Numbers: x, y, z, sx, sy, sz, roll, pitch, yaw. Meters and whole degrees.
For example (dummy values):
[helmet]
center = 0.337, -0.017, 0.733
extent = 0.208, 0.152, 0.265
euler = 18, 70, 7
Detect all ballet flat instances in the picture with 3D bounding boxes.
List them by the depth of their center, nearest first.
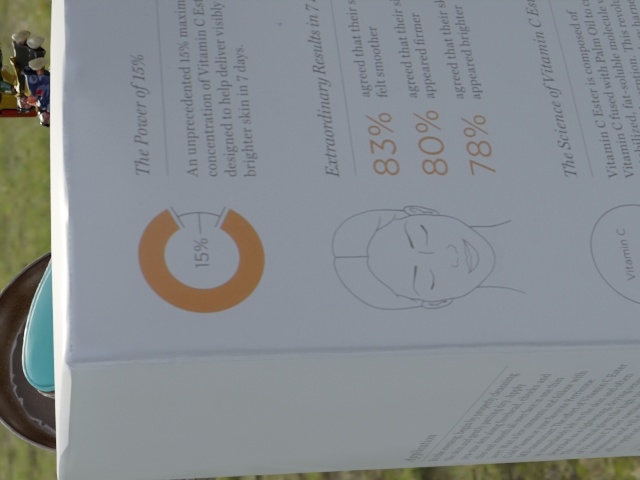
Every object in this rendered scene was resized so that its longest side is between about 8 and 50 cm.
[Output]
[ballet flat]
center = -0.195, 0.006, 1.221
extent = 0.107, 0.106, 0.316
euler = 25, 99, 26

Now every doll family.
[doll family]
center = -0.321, -0.176, 1.464
extent = 0.193, 0.076, 0.111
euler = 26, 133, 16

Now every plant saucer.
[plant saucer]
center = -0.266, 0.131, 1.552
extent = 0.050, 0.311, 0.310
euler = 83, 168, -57

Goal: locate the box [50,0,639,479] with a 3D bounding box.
[box]
center = 0.044, -0.012, 0.619
extent = 0.168, 0.345, 0.215
euler = 114, 153, -60

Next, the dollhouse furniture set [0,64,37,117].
[dollhouse furniture set]
center = -0.553, -0.151, 1.557
extent = 0.201, 0.374, 0.152
euler = 4, 96, 32

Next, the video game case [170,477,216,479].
[video game case]
center = -0.172, 0.288, 1.077
extent = 0.274, 0.026, 0.196
euler = -55, -8, 4
